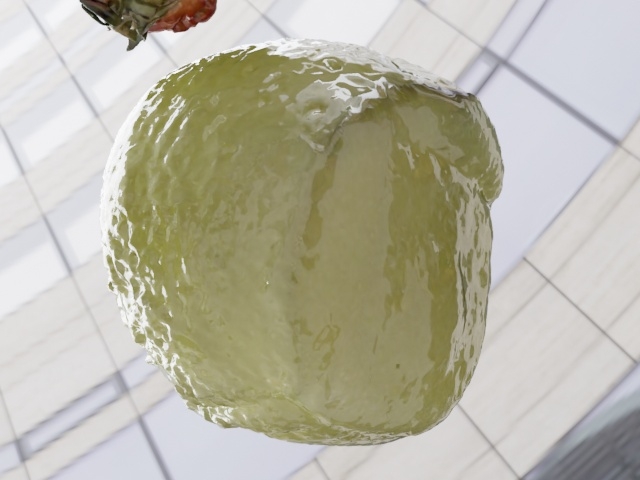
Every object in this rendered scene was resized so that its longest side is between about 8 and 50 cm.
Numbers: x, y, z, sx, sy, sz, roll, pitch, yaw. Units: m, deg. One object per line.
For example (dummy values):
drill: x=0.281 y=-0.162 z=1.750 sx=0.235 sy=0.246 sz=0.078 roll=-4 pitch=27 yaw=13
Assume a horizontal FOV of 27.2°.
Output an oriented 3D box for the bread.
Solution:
bread: x=-0.009 y=0.000 z=0.975 sx=0.320 sy=0.237 sz=0.321 roll=1 pitch=-91 yaw=-50

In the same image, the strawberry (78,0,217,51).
strawberry: x=-0.128 y=-0.268 z=1.014 sx=0.175 sy=0.106 sz=0.236 roll=33 pitch=-98 yaw=-30
